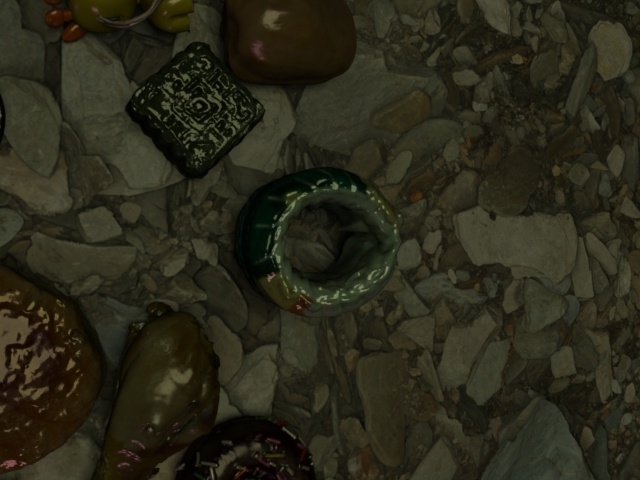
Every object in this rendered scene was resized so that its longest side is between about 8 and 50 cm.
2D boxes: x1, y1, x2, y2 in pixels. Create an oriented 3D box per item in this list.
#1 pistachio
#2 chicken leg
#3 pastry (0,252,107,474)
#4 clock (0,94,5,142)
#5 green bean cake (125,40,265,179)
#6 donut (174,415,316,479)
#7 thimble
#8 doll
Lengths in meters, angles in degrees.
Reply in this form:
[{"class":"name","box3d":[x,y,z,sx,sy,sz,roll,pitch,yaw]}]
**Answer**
[{"class":"pistachio","box3d":[-0.047,-0.374,1.131,0.261,0.163,0.212,-6,127,-34]},{"class":"chicken leg","box3d":[-0.297,0.315,1.041,0.201,0.153,0.429,30,85,-8]},{"class":"pastry","box3d":[-0.470,0.191,0.956,0.330,0.136,0.329,0,91,-25]},{"class":"clock","box3d":[-0.581,-0.190,0.960,0.215,0.042,0.214,0,89,-24]},{"class":"green bean cake","box3d":[-0.205,-0.218,1.096,0.173,0.094,0.181,-45,105,-16]},{"class":"donut","box3d":[-0.123,0.436,1.126,0.270,0.103,0.269,1,87,-23]},{"class":"thimble","box3d":[0.000,0.000,1.146,0.288,0.167,0.254,-17,98,-22]},{"class":"doll","box3d":[-0.323,-0.376,1.034,0.221,0.143,0.135,-17,68,-28]}]
